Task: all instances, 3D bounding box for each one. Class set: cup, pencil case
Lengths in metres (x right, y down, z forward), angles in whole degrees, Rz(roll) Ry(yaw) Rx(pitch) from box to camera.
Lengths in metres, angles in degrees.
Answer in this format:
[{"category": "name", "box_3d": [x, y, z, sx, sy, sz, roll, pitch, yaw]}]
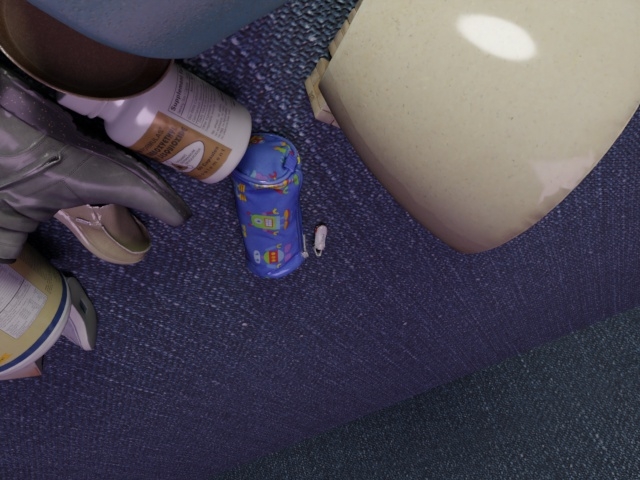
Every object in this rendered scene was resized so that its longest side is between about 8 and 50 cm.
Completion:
[{"category": "cup", "box_3d": [0.139, -0.185, 0.532, 0.237, 0.331, 0.331, 28, 130, -9]}, {"category": "pencil case", "box_3d": [-0.088, -0.049, 0.890, 0.133, 0.119, 0.306, 8, 143, 6]}]

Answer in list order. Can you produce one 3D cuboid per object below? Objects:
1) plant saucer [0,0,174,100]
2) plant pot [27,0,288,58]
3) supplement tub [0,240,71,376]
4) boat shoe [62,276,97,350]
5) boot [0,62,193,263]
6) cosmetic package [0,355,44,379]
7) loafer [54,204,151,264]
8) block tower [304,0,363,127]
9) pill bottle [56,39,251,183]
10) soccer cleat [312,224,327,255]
[{"category": "plant saucer", "box_3d": [-0.262, -0.241, 0.536, 0.198, 0.199, 0.036, 11, 161, -33]}, {"category": "plant pot", "box_3d": [-0.145, -0.316, 0.434, 0.247, 0.247, 0.252, -26, 159, 11]}, {"category": "supplement tub", "box_3d": [-0.569, 0.057, 0.746, 0.228, 0.228, 0.316, -16, 143, -2]}, {"category": "boat shoe", "box_3d": [-0.535, 0.157, 1.026, 0.081, 0.079, 0.228, -1, 137, -6]}, {"category": "boot", "box_3d": [-0.364, -0.058, 0.667, 0.338, 0.118, 0.223, 37, 88, -38]}, {"category": "cosmetic package", "box_3d": [-0.703, 0.188, 0.928, 0.296, 0.153, 0.129, -2, 140, -17]}, {"category": "loafer", "box_3d": [-0.362, -0.051, 0.795, 0.092, 0.102, 0.268, -21, 142, 13]}, {"category": "block tower", "box_3d": [0.107, -0.307, 0.662, 0.091, 0.097, 0.335, 13, 136, -34]}, {"category": "pill bottle", "box_3d": [-0.220, -0.178, 0.662, 0.229, 0.131, 0.131, 24, 127, -41]}, {"category": "soccer cleat", "box_3d": [0.000, 0.000, 1.061, 0.029, 0.036, 0.083, -3, 142, -18]}]
